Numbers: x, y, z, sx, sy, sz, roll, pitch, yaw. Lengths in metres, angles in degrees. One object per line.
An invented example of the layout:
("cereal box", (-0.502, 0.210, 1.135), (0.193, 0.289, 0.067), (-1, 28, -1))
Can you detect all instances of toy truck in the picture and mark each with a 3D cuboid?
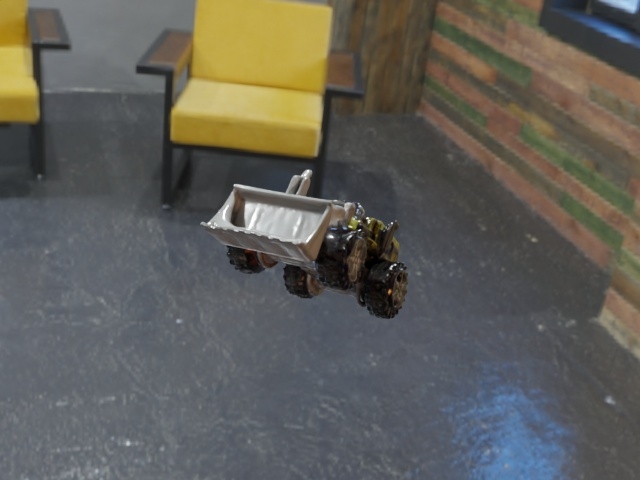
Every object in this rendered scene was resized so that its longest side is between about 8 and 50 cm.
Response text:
("toy truck", (0.000, 0.000, 0.869), (0.136, 0.111, 0.286), (10, -11, 26))
